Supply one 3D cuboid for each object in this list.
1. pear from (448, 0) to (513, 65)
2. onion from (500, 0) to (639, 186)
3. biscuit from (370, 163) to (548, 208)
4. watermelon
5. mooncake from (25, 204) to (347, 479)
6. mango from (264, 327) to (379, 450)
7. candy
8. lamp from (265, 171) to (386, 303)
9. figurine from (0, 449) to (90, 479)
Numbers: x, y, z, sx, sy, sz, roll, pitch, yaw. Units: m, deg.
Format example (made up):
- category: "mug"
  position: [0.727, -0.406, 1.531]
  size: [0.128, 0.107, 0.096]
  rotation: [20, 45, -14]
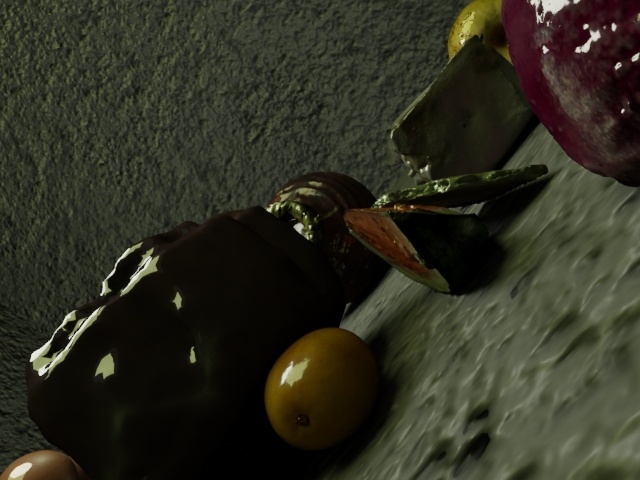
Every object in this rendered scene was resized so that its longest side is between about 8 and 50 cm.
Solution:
- category: "pear"
  position: [0.288, -0.309, 1.137]
  size: [0.178, 0.178, 0.178]
  rotation: [-52, 1, 1]
- category: "onion"
  position: [0.190, -0.168, 0.304]
  size: [0.267, 0.159, 0.349]
  rotation: [-54, 0, 1]
- category: "biscuit"
  position: [0.118, -0.043, 0.692]
  size: [0.144, 0.016, 0.203]
  rotation: [-8, -3, -1]
- category: "watermelon"
  position: [0.079, -0.004, 0.630]
  size: [0.063, 0.119, 0.245]
  rotation: [-63, 3, -2]
- category: "mooncake"
  position: [-0.127, 0.139, 0.759]
  size: [0.350, 0.212, 0.381]
  rotation: [-42, -17, -32]
- category: "mango"
  position: [0.004, 0.119, 0.600]
  size: [0.102, 0.085, 0.184]
  rotation: [-49, -5, 5]
- category: "candy"
  position: [0.182, -0.153, 0.933]
  size: [0.195, 0.137, 0.185]
  rotation: [-50, 1, 6]
- category: "lamp"
  position: [0.000, 0.000, 1.193]
  size: [0.247, 0.247, 0.247]
  rotation: [-52, 1, 1]
- category: "figurine"
  position: [-0.370, 0.479, 0.847]
  size: [0.388, 0.248, 0.276]
  rotation: [-48, -27, -56]
